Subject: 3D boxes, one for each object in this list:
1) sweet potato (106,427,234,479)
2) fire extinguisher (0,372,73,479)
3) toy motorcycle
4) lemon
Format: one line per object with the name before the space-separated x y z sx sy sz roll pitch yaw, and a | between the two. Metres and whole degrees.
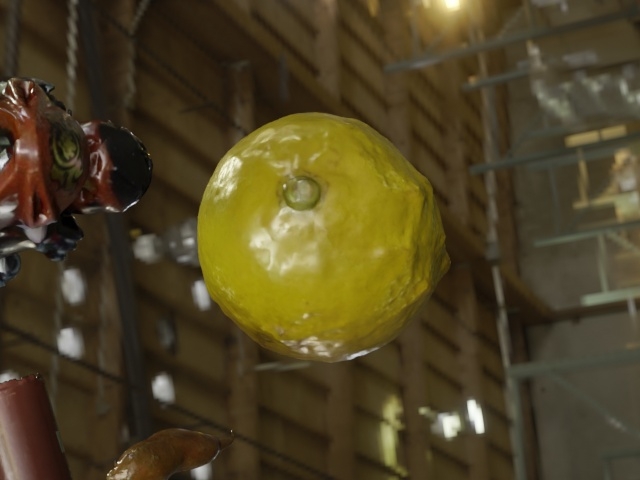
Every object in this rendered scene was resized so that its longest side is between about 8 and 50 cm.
sweet potato | -0.154 0.226 1.539 0.195 0.056 0.056 -11 -90 -49
fire extinguisher | -0.327 0.332 1.794 0.106 0.147 0.337 145 107 -74
toy motorcycle | -0.240 -0.032 0.978 0.207 0.401 0.134 -7 -97 -23
lemon | 0.000 0.000 1.347 0.288 0.233 0.234 71 -163 -66
